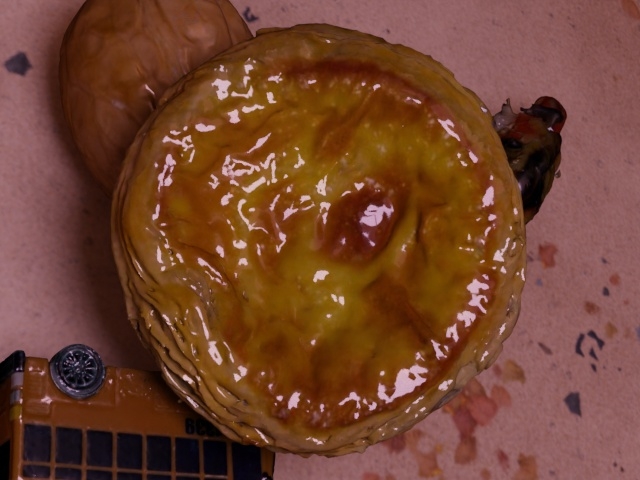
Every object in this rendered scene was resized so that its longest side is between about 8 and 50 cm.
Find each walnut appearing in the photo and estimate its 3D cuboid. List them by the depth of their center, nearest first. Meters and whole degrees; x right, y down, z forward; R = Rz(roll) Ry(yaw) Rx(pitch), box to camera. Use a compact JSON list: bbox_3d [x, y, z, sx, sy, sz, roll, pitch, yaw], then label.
[{"bbox_3d":[-0.116,-0.105,0.957,0.159,0.159,0.206,-18,83,-39],"label":"walnut"}]

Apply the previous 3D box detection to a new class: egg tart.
[{"bbox_3d":[0.000,0.000,0.857,0.295,0.116,0.294,0,82,-1],"label":"egg tart"}]

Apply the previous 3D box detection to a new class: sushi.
[{"bbox_3d":[0.165,-0.054,1.160,0.103,0.097,0.226,20,51,25],"label":"sushi"}]

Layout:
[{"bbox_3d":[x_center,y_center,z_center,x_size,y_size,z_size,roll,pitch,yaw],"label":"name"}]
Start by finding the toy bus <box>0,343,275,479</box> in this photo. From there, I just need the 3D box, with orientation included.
[{"bbox_3d":[-0.129,0.142,0.861,0.201,0.098,0.114,11,63,-30],"label":"toy bus"}]
